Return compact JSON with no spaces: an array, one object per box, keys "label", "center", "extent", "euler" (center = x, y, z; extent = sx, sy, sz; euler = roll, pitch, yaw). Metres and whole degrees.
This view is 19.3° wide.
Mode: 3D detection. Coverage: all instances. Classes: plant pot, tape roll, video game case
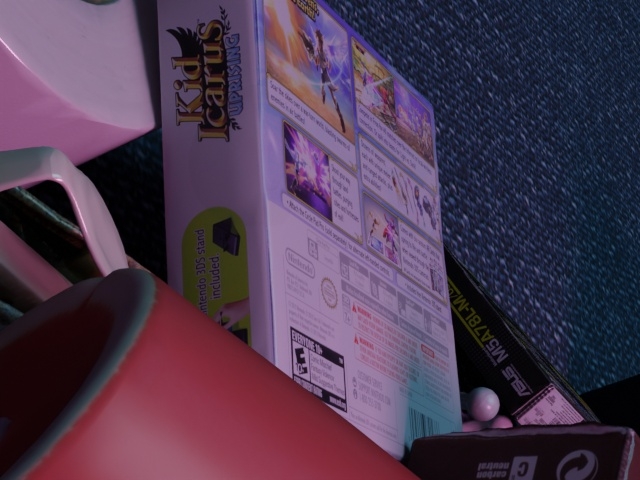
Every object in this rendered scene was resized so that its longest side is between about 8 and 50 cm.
[{"label":"plant pot","center":[-0.062,0.162,0.717],"extent":[0.243,0.275,0.275],"euler":[50,27,-17]},{"label":"tape roll","center":[-0.176,-0.169,0.948],"extent":[0.286,0.100,0.286],"euler":[48,29,-38]},{"label":"video game case","center":[0.000,0.000,1.025],"extent":[0.269,0.061,0.244],"euler":[34,49,-61]}]

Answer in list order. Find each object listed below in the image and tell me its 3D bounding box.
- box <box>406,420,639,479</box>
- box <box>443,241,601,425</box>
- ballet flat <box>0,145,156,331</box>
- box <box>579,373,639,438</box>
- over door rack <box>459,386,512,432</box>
[{"label":"box","center":[0.103,0.304,0.939],"extent":[0.191,0.143,0.381],"euler":[47,47,-41]},{"label":"box","center":[0.161,0.110,1.429],"extent":[0.191,0.045,0.184],"euler":[45,4,-43]},{"label":"ballet flat","center":[-0.165,-0.027,0.774],"extent":[0.316,0.106,0.107],"euler":[43,32,-45]},{"label":"box","center":[0.436,0.285,1.643],"extent":[0.395,0.293,0.212],"euler":[52,27,-32]},{"label":"over door rack","center":[0.122,0.221,1.208],"extent":[0.239,0.108,0.324],"euler":[53,21,-30]}]
